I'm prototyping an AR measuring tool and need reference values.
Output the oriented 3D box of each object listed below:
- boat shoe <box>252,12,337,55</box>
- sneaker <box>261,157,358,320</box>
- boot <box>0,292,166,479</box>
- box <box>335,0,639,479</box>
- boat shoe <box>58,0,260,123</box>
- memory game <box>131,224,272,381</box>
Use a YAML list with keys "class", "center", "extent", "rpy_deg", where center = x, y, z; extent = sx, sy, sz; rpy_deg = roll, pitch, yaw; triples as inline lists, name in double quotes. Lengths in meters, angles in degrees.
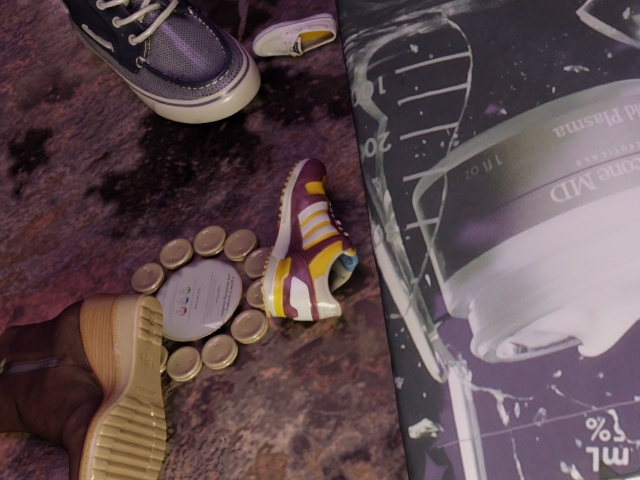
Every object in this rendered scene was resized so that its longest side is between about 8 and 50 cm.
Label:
- class: "boat shoe"
  center: [-0.029, -0.225, 1.526]
  extent: [0.100, 0.035, 0.035]
  rpy_deg: [-14, 46, 7]
- class: "sneaker"
  center: [0.000, 0.000, 1.314]
  extent: [0.084, 0.069, 0.185]
  rpy_deg: [5, 56, 11]
- class: "boot"
  center: [-0.246, 0.173, 1.300]
  extent: [0.207, 0.090, 0.248]
  rpy_deg: [-17, 53, 34]
- class: "box"
  center: [0.293, -0.031, 0.977]
  extent: [0.480, 0.297, 0.472]
  rpy_deg: [-16, 62, 15]
- class: "boat shoe"
  center: [-0.214, -0.259, 1.559]
  extent: [0.127, 0.158, 0.340]
  rpy_deg: [-47, 48, -14]
- class: "memory game"
  center: [-0.122, 0.061, 1.355]
  extent: [0.186, 0.012, 0.186]
  rpy_deg: [-14, 49, 16]
